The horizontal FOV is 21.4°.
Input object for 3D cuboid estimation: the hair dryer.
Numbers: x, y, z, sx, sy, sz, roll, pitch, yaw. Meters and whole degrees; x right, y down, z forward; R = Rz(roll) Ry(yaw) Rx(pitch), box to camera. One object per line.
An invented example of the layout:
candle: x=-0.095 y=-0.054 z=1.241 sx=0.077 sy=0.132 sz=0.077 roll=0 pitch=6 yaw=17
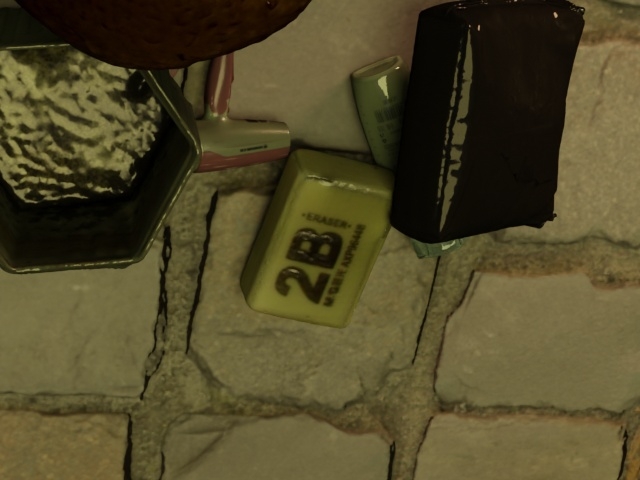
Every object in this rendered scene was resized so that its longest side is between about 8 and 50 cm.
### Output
hair dryer: x=-0.088 y=-0.147 z=1.663 sx=0.106 sy=0.054 sz=0.154 roll=-10 pitch=107 yaw=-18

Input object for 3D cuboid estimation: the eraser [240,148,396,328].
eraser: x=0.000 y=0.000 z=1.715 sx=0.117 sy=0.058 sz=0.172 roll=14 pitch=118 yaw=-18

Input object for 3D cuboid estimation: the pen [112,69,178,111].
pen: x=-0.136 y=-0.211 z=1.632 sx=0.053 sy=0.032 sz=0.197 roll=27 pitch=101 yaw=-23

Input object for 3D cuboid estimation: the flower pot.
flower pot: x=-0.231 y=-0.097 z=1.542 sx=0.239 sy=0.189 sz=0.209 roll=-5 pitch=109 yaw=-7

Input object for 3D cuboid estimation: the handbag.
handbag: x=0.179 y=-0.118 z=1.690 sx=0.223 sy=0.080 sz=0.247 roll=-9 pitch=114 yaw=-43

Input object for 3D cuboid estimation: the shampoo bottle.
shampoo bottle: x=0.092 y=-0.083 z=1.736 sx=0.072 sy=0.049 sz=0.212 roll=-22 pitch=113 yaw=-3

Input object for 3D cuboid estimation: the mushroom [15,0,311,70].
mushroom: x=-0.141 y=-0.307 z=1.372 sx=0.334 sy=0.356 sz=0.331 roll=17 pitch=97 yaw=-13
